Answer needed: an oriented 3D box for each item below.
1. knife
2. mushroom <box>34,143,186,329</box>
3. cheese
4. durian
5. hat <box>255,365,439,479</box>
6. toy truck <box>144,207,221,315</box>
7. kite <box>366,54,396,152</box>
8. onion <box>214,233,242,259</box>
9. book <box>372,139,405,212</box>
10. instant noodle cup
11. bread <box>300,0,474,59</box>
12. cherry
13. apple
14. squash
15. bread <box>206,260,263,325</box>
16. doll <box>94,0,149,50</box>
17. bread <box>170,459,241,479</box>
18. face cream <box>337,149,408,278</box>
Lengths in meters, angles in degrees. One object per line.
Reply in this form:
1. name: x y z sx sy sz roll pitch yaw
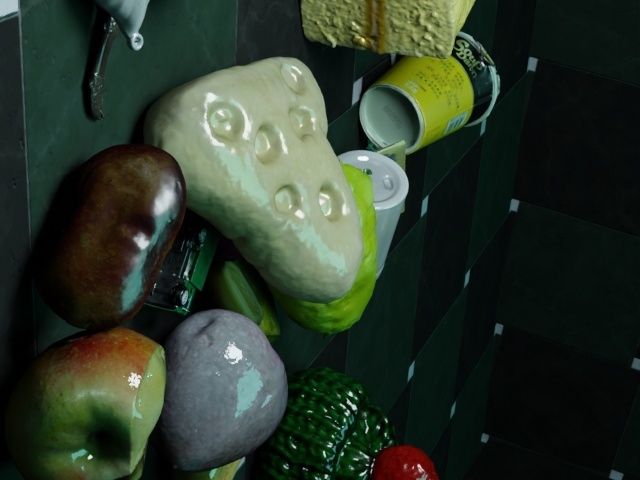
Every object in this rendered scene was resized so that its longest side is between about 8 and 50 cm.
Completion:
1. knife: -0.238 -0.245 1.345 0.045 0.021 0.222 -12 118 -68
2. mushroom: -0.240 0.008 1.404 0.227 0.148 0.217 -61 176 -15
3. cheese: -0.090 -0.070 1.573 0.328 0.130 0.351 -12 87 -56
4. durian: 0.000 0.000 1.871 0.256 0.204 0.339 -48 128 -77
5. hat: 0.065 0.393 2.168 0.242 0.332 0.274 27 80 -69
6. toy truck: -0.190 0.029 1.604 0.079 0.065 0.147 60 45 -68
7. kite: 0.155 -0.273 2.457 0.335 0.011 0.314 -59 154 -43
8. onion: -0.120 -0.028 1.709 0.115 0.104 0.115 15 90 -88
9. book: 0.080 -0.087 2.216 0.192 0.013 0.168 -25 134 -26
10. instant noodle cup: 0.200 -0.275 2.293 0.236 0.215 0.215 -38 140 -43
11. bread: 0.109 -0.438 1.835 0.236 0.263 0.198 74 32 -54
12. cherry: -0.145 0.206 1.667 0.266 0.184 0.213 -58 132 -36
13. apple: -0.261 0.189 1.342 0.207 0.174 0.188 -56 -163 16
14. squash: -0.103 0.110 1.877 0.192 0.085 0.184 1 103 -72
15. bread: -0.135 0.088 1.774 0.115 0.056 0.082 60 16 -7
16. doll: -0.221 -0.314 1.275 0.102 0.075 0.227 -30 122 -42
17. bread: -0.161 0.297 1.820 0.147 0.098 0.217 82 32 -53
18. face cream: 0.050 0.018 2.139 0.369 0.145 0.145 103 14 -46
